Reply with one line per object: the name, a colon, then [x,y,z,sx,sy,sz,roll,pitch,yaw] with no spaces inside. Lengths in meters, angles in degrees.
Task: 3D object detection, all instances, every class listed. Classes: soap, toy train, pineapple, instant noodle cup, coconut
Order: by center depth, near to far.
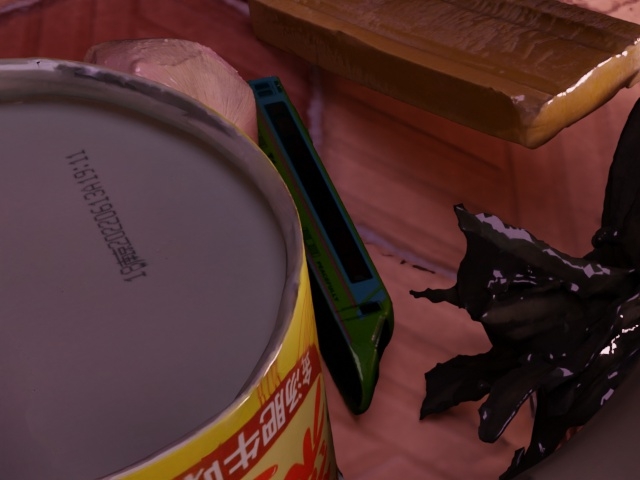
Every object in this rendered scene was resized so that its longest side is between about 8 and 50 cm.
instant noodle cup: [-0.126,0.084,0.618,0.311,0.221,0.311,1,44,-1]
pineapple: [0.199,-0.005,0.783,0.364,0.165,0.165,-32,64,-23]
coconut: [-0.086,-0.054,0.805,0.110,0.110,0.124,-27,22,-23]
toy train: [0.000,0.000,0.826,0.042,0.044,0.209,-16,59,-18]
soap: [0.065,-0.118,0.858,0.092,0.037,0.252,-33,39,-24]

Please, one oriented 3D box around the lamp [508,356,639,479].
lamp: [0.169,0.106,0.662,0.314,0.182,0.182,-19,56,9]
